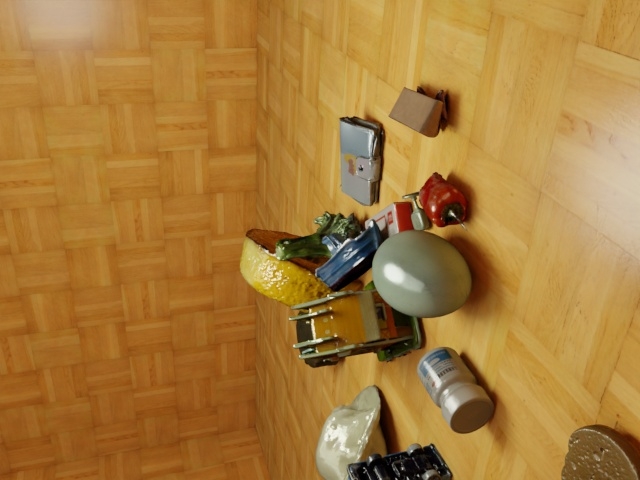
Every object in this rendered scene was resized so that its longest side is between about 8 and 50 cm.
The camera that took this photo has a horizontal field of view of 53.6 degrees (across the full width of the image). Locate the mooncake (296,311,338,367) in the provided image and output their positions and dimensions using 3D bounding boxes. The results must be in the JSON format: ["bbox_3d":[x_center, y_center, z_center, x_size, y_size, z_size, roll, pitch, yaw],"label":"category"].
[{"bbox_3d":[0.003,0.340,2.256,0.228,0.124,0.228,177,90,-69],"label":"mooncake"}]

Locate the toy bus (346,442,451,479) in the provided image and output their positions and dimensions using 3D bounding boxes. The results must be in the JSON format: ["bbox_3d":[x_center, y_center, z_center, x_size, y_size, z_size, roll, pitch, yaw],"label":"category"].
[{"bbox_3d":[0.185,0.591,1.533,0.116,0.234,0.133,-123,29,-57],"label":"toy bus"}]

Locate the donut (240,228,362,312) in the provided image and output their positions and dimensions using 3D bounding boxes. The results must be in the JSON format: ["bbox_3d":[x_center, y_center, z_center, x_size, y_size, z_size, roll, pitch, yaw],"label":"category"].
[{"bbox_3d":[-0.093,0.099,2.059,0.435,0.377,0.163,-125,57,-71],"label":"donut"}]

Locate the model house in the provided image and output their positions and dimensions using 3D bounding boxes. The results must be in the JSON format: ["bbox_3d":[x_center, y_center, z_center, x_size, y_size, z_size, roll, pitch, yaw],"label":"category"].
[{"bbox_3d":[0.057,0.214,1.706,0.357,0.313,0.242,129,135,-69],"label":"model house"}]

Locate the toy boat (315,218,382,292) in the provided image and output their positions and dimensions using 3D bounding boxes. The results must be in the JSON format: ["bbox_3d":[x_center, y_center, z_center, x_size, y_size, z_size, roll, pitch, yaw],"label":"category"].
[{"bbox_3d":[0.068,0.032,1.699,0.142,0.129,0.309,59,140,12],"label":"toy boat"}]

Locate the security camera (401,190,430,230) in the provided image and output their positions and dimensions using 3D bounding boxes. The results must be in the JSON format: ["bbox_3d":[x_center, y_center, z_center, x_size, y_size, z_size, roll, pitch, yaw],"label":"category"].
[{"bbox_3d":[0.231,-0.068,1.491,0.058,0.058,0.092,180,73,-73],"label":"security camera"}]

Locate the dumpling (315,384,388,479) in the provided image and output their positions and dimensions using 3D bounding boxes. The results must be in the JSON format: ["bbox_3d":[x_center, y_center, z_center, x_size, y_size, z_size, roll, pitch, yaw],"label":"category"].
[{"bbox_3d":[0.116,0.591,1.923,0.315,0.233,0.395,-64,3,-1],"label":"dumpling"}]

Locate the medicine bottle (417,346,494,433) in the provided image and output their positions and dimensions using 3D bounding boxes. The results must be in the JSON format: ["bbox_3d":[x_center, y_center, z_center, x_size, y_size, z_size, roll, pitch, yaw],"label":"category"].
[{"bbox_3d":[0.281,0.312,1.339,0.168,0.105,0.105,-121,30,-55],"label":"medicine bottle"}]

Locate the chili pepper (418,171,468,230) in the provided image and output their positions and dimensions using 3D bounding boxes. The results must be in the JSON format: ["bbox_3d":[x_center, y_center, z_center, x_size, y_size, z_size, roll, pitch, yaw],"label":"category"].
[{"bbox_3d":[0.262,-0.070,1.314,0.086,0.084,0.192,55,-176,-34],"label":"chili pepper"}]

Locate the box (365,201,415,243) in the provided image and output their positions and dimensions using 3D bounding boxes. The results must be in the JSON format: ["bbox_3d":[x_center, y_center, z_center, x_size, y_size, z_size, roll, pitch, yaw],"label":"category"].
[{"bbox_3d":[0.180,-0.016,1.656,0.229,0.050,0.123,145,119,-71],"label":"box"}]

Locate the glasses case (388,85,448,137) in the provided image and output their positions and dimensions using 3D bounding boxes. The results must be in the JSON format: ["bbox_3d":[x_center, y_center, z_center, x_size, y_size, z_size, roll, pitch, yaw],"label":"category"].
[{"bbox_3d":[0.231,-0.288,1.394,0.102,0.070,0.193,-62,24,12],"label":"glasses case"}]

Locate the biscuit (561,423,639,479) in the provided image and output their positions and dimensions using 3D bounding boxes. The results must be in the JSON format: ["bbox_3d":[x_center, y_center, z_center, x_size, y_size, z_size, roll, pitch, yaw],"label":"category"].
[{"bbox_3d":[0.437,0.364,0.940,0.170,0.050,0.170,174,90,-65],"label":"biscuit"}]

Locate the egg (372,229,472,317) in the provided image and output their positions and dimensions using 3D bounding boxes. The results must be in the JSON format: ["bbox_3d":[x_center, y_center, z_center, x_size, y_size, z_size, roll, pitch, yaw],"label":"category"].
[{"bbox_3d":[0.214,0.073,1.342,0.264,0.183,0.183,-151,57,-64],"label":"egg"}]

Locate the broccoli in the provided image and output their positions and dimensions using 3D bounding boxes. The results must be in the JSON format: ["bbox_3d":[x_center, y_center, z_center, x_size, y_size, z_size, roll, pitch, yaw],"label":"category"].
[{"bbox_3d":[0.004,-0.016,1.871,0.177,0.275,0.198,117,159,-54],"label":"broccoli"}]

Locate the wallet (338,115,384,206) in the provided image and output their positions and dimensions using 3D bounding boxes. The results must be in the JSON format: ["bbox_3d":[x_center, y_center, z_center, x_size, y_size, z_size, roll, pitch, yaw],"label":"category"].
[{"bbox_3d":[0.115,-0.223,1.773,0.170,0.069,0.231,33,132,47],"label":"wallet"}]
